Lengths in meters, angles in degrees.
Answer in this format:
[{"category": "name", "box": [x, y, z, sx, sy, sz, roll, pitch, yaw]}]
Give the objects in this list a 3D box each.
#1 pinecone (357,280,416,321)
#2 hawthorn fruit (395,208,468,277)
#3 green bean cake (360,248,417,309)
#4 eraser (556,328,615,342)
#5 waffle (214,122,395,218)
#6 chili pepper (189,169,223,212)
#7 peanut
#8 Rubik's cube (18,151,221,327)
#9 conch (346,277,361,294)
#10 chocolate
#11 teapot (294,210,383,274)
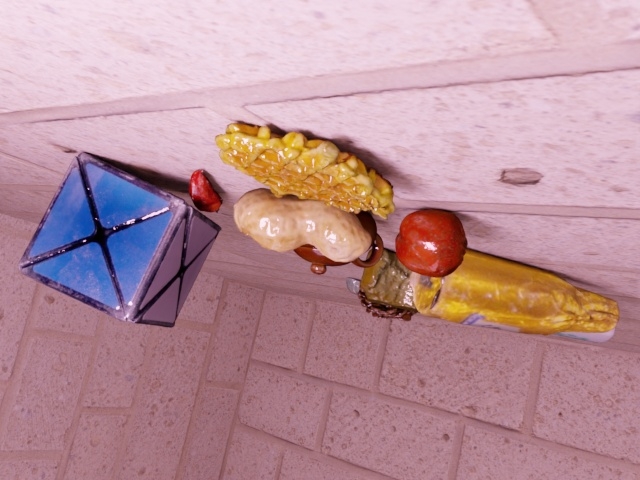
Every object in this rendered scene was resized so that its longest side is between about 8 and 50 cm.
[{"category": "pinecone", "box": [0.192, 0.148, 1.818, 0.179, 0.149, 0.195, 9, 170, 24]}, {"category": "hawthorn fruit", "box": [0.179, 0.003, 1.041, 0.128, 0.128, 0.128, 12, 171, 2]}, {"category": "green bean cake", "box": [0.221, 0.106, 1.601, 0.236, 0.124, 0.233, 12, 171, 5]}, {"category": "eraser", "box": [0.602, 0.194, 1.704, 0.290, 0.104, 0.189, 11, 168, 6]}, {"category": "waffle", "box": [-0.026, -0.093, 0.883, 0.243, 0.058, 0.238, 11, 172, 26]}, {"category": "chili pepper", "box": [-0.224, -0.086, 1.241, 0.059, 0.050, 0.268, 36, 171, 2]}, {"category": "peanut", "box": [-0.030, -0.028, 1.032, 0.230, 0.103, 0.098, 8, -173, 9]}, {"category": "Rubik's cube", "box": [-0.380, 0.014, 1.277, 0.260, 0.259, 0.255, 27, 175, 10]}, {"category": "conch", "box": [0.126, 0.169, 2.384, 0.076, 0.056, 0.085, 31, 164, -25]}, {"category": "chocolate", "box": [0.416, 0.118, 1.336, 0.446, 0.162, 0.162, 12, 172, -11]}, {"category": "teapot", "box": [0.023, 0.001, 1.177, 0.252, 0.135, 0.178, 21, 172, -40]}]
